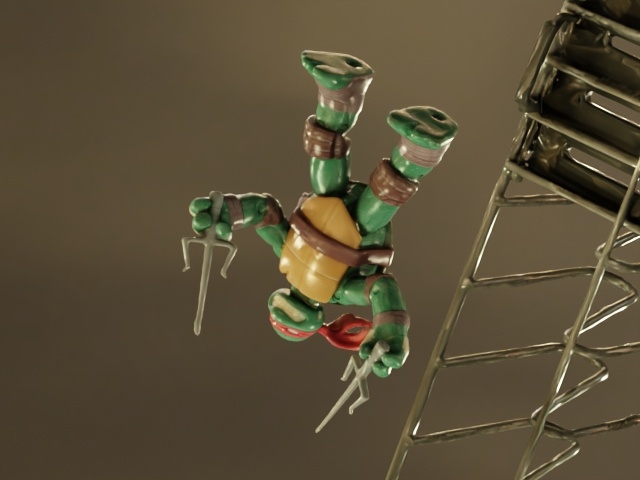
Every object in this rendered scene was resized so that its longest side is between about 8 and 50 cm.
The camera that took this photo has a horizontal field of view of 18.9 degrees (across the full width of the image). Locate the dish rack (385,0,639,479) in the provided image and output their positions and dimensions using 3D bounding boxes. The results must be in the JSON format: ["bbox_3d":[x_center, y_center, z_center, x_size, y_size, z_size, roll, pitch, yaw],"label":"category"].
[{"bbox_3d":[0.105,0.072,0.450,0.208,0.271,0.074,30,-158,30],"label":"dish rack"}]

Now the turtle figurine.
[{"bbox_3d":[0.000,0.000,1.295,0.175,0.234,0.118,26,-156,7],"label":"turtle figurine"}]
